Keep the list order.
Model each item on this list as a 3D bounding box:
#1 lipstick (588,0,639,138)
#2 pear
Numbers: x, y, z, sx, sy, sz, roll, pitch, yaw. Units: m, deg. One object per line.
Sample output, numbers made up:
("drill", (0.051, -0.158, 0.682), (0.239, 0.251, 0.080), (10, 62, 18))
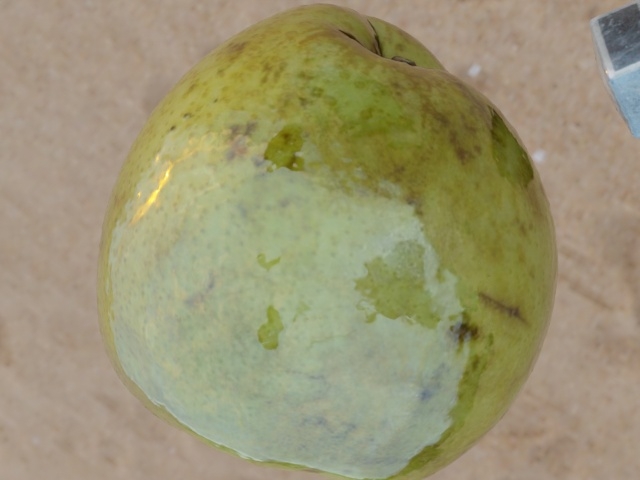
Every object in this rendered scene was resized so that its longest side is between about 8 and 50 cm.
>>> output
("lipstick", (0.321, -0.157, 1.134), (0.289, 0.077, 0.076), (-23, 136, 15))
("pear", (0.000, 0.000, 1.114), (0.304, 0.304, 0.304), (22, 143, 17))
